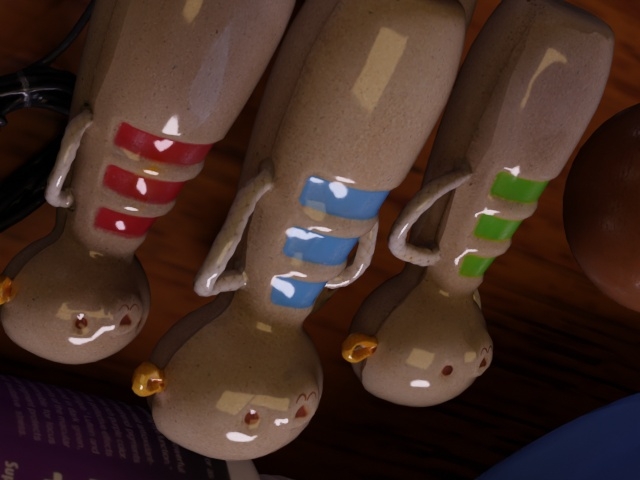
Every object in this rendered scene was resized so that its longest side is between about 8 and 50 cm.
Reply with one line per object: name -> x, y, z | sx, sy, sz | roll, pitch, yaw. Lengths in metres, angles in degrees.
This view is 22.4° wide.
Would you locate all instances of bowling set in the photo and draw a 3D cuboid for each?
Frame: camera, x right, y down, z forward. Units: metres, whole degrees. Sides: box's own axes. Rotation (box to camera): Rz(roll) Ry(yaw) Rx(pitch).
bowling set -> 0.000, 0.000, 0.423 | 0.287, 0.200, 0.154 | -2, 121, -54

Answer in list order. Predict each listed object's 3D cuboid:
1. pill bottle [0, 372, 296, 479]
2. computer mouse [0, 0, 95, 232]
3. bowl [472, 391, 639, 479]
pill bottle -> -0.084, 0.104, 0.537 | 0.194, 0.108, 0.108 | 17, 105, -31
computer mouse -> -0.060, -0.084, 0.500 | 0.071, 0.041, 0.242 | 33, 97, -34
bowl -> 0.091, 0.216, 0.630 | 0.391, 0.077, 0.391 | -25, 138, -26
